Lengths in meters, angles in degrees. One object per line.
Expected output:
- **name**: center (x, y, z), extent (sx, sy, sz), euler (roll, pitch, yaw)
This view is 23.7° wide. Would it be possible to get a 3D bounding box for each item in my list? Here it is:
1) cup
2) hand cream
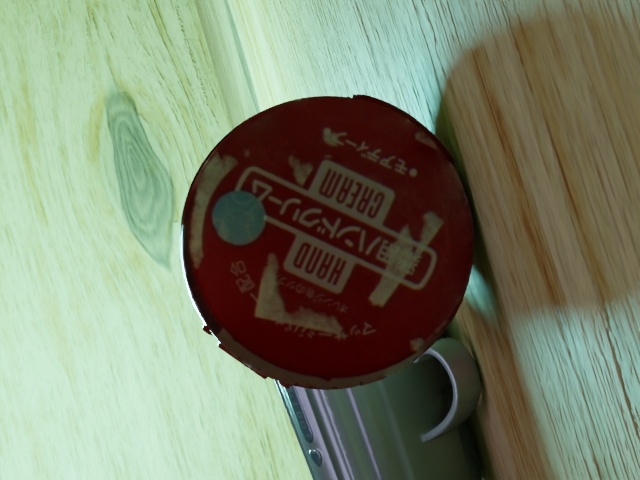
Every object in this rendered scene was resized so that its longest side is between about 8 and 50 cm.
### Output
- **cup**: center (0.053, 0.154, 1.376), extent (0.221, 0.167, 0.202), euler (178, 74, -86)
- **hand cream**: center (0.000, 0.000, 1.181), extent (0.149, 0.230, 0.230), euler (174, 80, -84)
